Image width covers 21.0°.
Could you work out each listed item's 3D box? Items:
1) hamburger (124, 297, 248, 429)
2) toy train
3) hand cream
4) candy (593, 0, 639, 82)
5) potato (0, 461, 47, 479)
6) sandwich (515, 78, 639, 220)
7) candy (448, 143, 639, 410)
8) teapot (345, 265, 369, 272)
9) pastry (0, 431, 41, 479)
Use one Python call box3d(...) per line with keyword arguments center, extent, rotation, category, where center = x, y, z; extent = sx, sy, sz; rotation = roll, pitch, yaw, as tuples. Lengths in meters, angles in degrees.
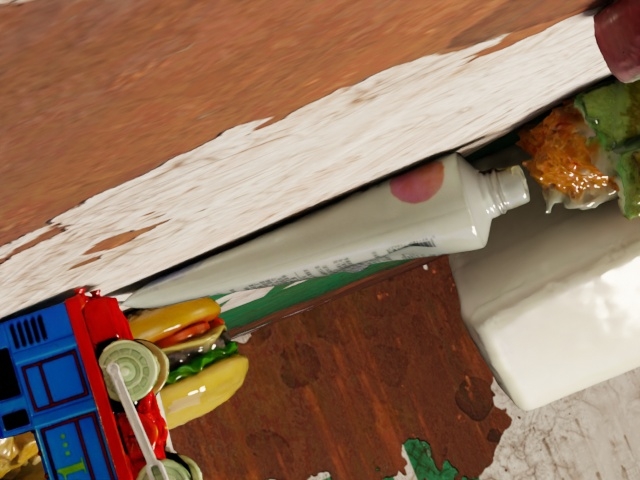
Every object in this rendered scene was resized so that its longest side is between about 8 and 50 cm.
box3d(center=(-0.147, 0.117, 1.621), extent=(0.162, 0.115, 0.162), rotation=(-23, 179, 0), category="hamburger")
box3d(center=(-0.163, 0.140, 1.231), extent=(0.131, 0.204, 0.083), rotation=(-18, 176, 2), category="toy train")
box3d(center=(0.000, 0.000, 1.365), extent=(0.340, 0.078, 0.124), rotation=(-15, 178, 13), category="hand cream")
box3d(center=(0.193, -0.117, 0.893), extent=(0.103, 0.043, 0.103), rotation=(-23, 176, -2), category="candy")
box3d(center=(-0.242, 0.253, 1.462), extent=(0.173, 0.140, 0.300), rotation=(-25, -166, 18), category="potato")
box3d(center=(0.262, -0.079, 1.327), extent=(0.185, 0.109, 0.160), rotation=(-20, 173, -24), category="sandwich")
box3d(center=(0.286, -0.014, 1.442), extent=(0.358, 0.145, 0.208), rotation=(-23, -145, 9), category="candy")
box3d(center=(0.022, 0.009, 1.579), extent=(0.063, 0.049, 0.083), rotation=(-23, 176, 1), category="teapot")
box3d(center=(-0.304, 0.158, 1.379), extent=(0.250, 0.102, 0.154), rotation=(-18, 166, -32), category="pastry")
